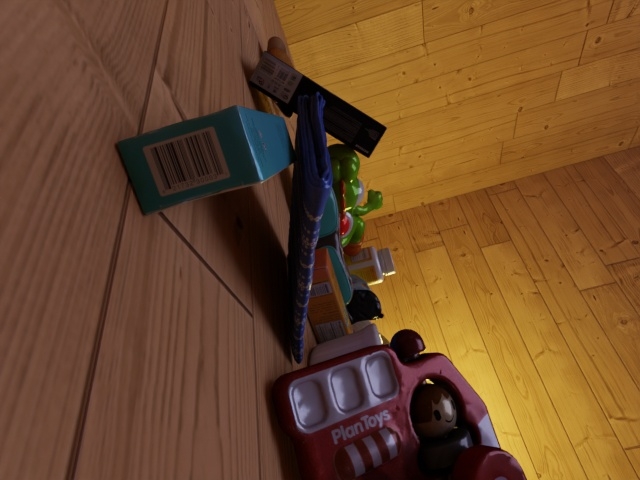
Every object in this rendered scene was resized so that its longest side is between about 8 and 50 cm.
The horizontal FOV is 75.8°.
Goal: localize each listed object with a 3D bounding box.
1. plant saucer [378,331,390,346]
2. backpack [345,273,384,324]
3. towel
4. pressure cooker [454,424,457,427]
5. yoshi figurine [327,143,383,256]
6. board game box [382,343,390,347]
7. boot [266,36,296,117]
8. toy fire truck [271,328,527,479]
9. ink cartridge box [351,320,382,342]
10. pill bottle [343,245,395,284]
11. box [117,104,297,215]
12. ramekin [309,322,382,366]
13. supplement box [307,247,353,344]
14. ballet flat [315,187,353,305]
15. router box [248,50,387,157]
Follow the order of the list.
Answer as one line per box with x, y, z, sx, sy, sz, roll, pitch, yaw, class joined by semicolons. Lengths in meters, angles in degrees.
0.222;0.518;1.415;0.333;0.080;0.334;-82;171;-76;plant saucer
0.082;0.164;1.143;0.182;0.151;0.115;-139;-138;-80;backpack
-0.021;-0.015;0.608;0.243;0.040;0.336;-96;-169;-48;towel
0.395;0.796;1.217;0.421;0.369;0.376;57;48;-33;pressure cooker
0.058;-0.123;1.148;0.203;0.203;0.362;46;-23;26;yoshi figurine
0.154;0.403;1.199;0.048;0.140;0.171;65;11;-57;board game box
-0.095;-0.439;1.249;0.295;0.103;0.212;56;24;-55;boot
0.105;0.256;0.536;0.169;0.301;0.254;-34;-111;59;toy fire truck
0.116;0.254;1.293;0.180;0.060;0.104;53;-6;31;ink cartridge box
0.120;0.088;1.290;0.117;0.214;0.118;-15;90;-83;pill bottle
-0.091;-0.089;0.420;0.244;0.100;0.060;-81;155;-75;box
0.074;0.307;0.770;0.277;0.135;0.278;-14;90;-84;ramekin
0.010;0.136;0.870;0.078;0.080;0.234;-89;165;-60;supplement box
0.000;0.000;1.018;0.124;0.116;0.343;176;-102;-76;ballet flat
-0.001;-0.318;0.987;0.308;0.081;0.243;31;15;-6;router box
